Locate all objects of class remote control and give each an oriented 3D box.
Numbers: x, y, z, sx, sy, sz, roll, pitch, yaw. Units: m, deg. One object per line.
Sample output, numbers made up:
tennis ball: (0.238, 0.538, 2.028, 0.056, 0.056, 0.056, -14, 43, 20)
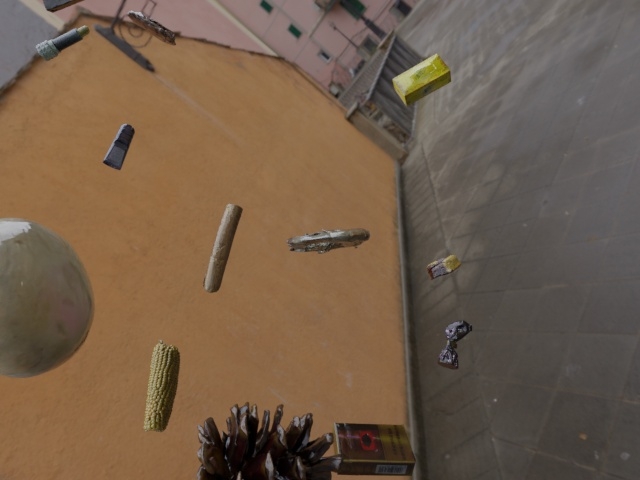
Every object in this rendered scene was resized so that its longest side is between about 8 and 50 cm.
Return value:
remote control: (-0.510, -0.243, 1.146, 0.027, 0.043, 0.152, -33, 41, 36)

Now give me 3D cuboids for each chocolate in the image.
chocolate: (0.395, 0.306, 1.332, 0.147, 0.072, 0.070, -60, -23, -25)

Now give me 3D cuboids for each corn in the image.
corn: (-0.539, 0.490, 1.541, 0.101, 0.101, 0.310, -39, 46, 46)

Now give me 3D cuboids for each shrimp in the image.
shrimp: (0.000, 0.000, 1.505, 0.360, 0.247, 0.085, -8, 86, 45)

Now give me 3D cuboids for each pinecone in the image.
pinecone: (-0.123, 0.577, 1.134, 0.384, 0.384, 0.384, -49, 13, 15)

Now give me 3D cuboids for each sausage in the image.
sausage: (-0.323, 0.027, 1.470, 0.066, 0.066, 0.301, -158, 83, -77)

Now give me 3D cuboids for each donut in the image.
donut: (0.491, 0.104, 1.793, 0.140, 0.059, 0.140, -27, -2, -1)

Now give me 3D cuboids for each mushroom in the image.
mushroom: (-0.600, 0.104, 0.852, 0.315, 0.315, 0.356, -47, -30, 22)

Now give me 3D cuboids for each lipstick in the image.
lipstick: (-0.552, -0.432, 0.973, 0.116, 0.037, 0.037, -30, 12, -3)

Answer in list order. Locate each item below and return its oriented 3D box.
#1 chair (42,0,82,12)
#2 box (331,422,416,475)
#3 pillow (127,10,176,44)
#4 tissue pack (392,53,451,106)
chair: (-0.362, -0.579, 0.743, 0.416, 0.240, 0.203, -14, 12, 7)
box: (0.163, 0.657, 1.423, 0.159, 0.240, 0.071, -99, 15, -64)
pillow: (-0.576, -0.738, 1.563, 0.049, 0.135, 0.248, -58, 15, 11)
tissue pack: (0.350, -0.554, 1.553, 0.176, 0.095, 0.062, -27, -28, 6)
